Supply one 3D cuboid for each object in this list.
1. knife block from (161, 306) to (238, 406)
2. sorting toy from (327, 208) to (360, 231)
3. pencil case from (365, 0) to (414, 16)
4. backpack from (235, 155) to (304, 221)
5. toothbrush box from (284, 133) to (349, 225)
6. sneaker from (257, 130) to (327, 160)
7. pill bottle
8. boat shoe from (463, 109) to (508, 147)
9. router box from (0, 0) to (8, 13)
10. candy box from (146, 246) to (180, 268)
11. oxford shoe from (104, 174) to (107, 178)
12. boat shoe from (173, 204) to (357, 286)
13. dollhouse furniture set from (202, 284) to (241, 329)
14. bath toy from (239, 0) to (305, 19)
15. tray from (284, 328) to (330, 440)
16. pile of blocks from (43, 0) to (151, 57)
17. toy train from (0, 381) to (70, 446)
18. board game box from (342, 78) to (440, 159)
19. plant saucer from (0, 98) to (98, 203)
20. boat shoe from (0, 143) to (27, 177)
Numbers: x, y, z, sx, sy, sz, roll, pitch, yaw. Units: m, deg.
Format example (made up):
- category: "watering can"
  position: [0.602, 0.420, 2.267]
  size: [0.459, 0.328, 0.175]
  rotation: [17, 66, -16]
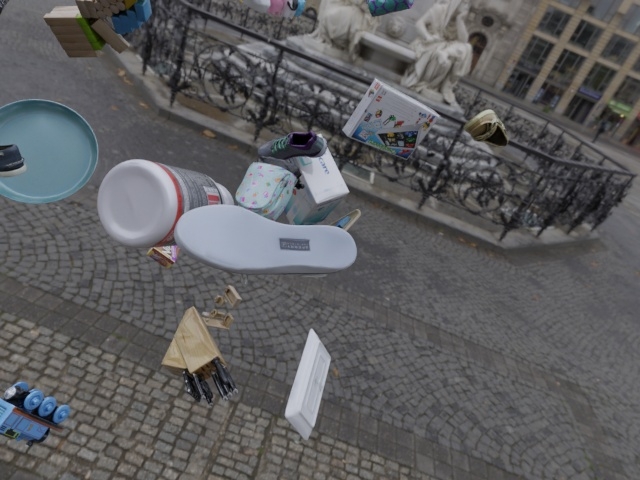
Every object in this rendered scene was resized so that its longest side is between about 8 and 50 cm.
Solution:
- category: "knife block"
  position: [-0.342, 0.355, 1.330]
  size: [0.242, 0.088, 0.275]
  rotation: [5, 53, 15]
- category: "sorting toy"
  position: [0.000, 0.000, 1.613]
  size: [0.041, 0.307, 0.229]
  rotation: [48, 51, -12]
- category: "pencil case"
  position: [0.232, -0.792, 1.434]
  size: [0.152, 0.070, 0.064]
  rotation: [8, 16, 34]
- category: "backpack"
  position: [-0.147, -0.131, 1.147]
  size: [0.152, 0.182, 0.115]
  rotation: [15, -22, 25]
- category: "toothbrush box"
  position: [-0.046, -0.183, 1.455]
  size: [0.126, 0.295, 0.216]
  rotation: [-22, 82, -23]
- category: "sneaker"
  position: [-0.097, -0.285, 1.260]
  size: [0.224, 0.083, 0.098]
  rotation: [-4, -15, 22]
- category: "pill bottle"
  position: [-0.385, -0.090, 1.159]
  size: [0.210, 0.210, 0.363]
  rotation: [30, 9, 12]
- category: "boat shoe"
  position: [0.315, -0.204, 0.809]
  size: [0.153, 0.056, 0.048]
  rotation: [-4, 62, -56]
- category: "router box"
  position: [-0.793, -0.483, 0.874]
  size: [0.309, 0.081, 0.242]
  rotation: [-8, 57, 8]
- category: "candy box"
  position: [-0.669, 0.031, 1.874]
  size: [0.109, 0.053, 0.186]
  rotation: [42, 18, -22]
- category: "oxford shoe"
  position: [-0.537, -0.131, 1.346]
  size: [0.147, 0.397, 0.140]
  rotation: [-28, 92, -14]
- category: "boat shoe"
  position: [-0.119, 0.022, 0.900]
  size: [0.367, 0.156, 0.135]
  rotation: [4, 67, -25]
- category: "dollhouse furniture set"
  position: [-0.458, 0.294, 1.962]
  size: [0.123, 0.151, 0.144]
  rotation: [22, 14, -43]
- category: "bath toy"
  position: [-0.161, -0.838, 1.447]
  size: [0.151, 0.129, 0.348]
  rotation: [31, 30, 4]
- category: "tray"
  position: [-0.022, 0.396, 1.208]
  size: [0.030, 0.145, 0.270]
  rotation: [-7, 41, 24]
- category: "pile of blocks"
  position: [-0.489, -0.558, 1.033]
  size: [0.149, 0.362, 0.112]
  rotation: [47, 41, -43]
- category: "toy train"
  position: [-0.650, 0.392, 0.966]
  size: [0.080, 0.184, 0.105]
  rotation: [15, 56, 22]
- category: "board game box"
  position: [0.243, -0.396, 1.458]
  size: [0.305, 0.193, 0.053]
  rotation: [10, 37, -40]
- category: "plant saucer"
  position: [-0.825, -0.258, 1.273]
  size: [0.318, 0.317, 0.044]
  rotation: [16, -13, -13]
- category: "boat shoe"
  position: [-0.855, -0.203, 1.045]
  size: [0.255, 0.079, 0.095]
  rotation: [5, 33, 0]
